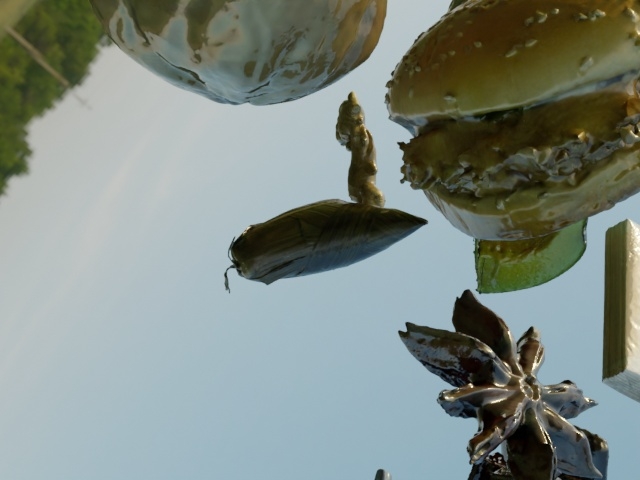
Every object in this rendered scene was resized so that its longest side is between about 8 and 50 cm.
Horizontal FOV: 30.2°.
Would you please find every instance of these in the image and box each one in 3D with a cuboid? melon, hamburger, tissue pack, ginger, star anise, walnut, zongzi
[{"bbox_3d":[0.330,-0.053,1.856,0.129,0.169,0.265,-89,-178,-59],"label":"melon"},{"bbox_3d":[0.237,-0.150,1.357,0.445,0.268,0.287,-9,-156,41],"label":"hamburger"},{"bbox_3d":[0.576,0.132,2.088,0.071,0.170,0.325,-37,-147,45],"label":"tissue pack"},{"bbox_3d":[0.058,-0.150,1.967,0.052,0.176,0.193,-14,-145,-14],"label":"ginger"},{"bbox_3d":[0.206,0.176,1.317,0.088,0.288,0.288,-43,-163,33],"label":"star anise"},{"bbox_3d":[-0.086,-0.321,1.219,0.381,0.381,0.381,-44,-163,17],"label":"walnut"},{"bbox_3d":[0.000,0.000,1.814,0.248,0.111,0.241,-18,-174,-35],"label":"zongzi"}]

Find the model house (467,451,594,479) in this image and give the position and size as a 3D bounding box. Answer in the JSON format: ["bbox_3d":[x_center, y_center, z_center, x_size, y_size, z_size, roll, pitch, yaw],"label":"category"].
[{"bbox_3d":[0.286,0.361,1.624,0.203,0.164,0.141,169,-70,-65],"label":"model house"}]

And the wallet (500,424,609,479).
[{"bbox_3d":[0.348,0.351,1.779,0.182,0.229,0.049,22,-132,32],"label":"wallet"}]

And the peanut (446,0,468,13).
[{"bbox_3d":[0.300,-0.272,1.604,0.192,0.169,0.387,-55,-142,-5],"label":"peanut"}]

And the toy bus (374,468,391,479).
[{"bbox_3d":[0.084,0.431,1.413,0.197,0.232,0.294,-1,-126,21],"label":"toy bus"}]
